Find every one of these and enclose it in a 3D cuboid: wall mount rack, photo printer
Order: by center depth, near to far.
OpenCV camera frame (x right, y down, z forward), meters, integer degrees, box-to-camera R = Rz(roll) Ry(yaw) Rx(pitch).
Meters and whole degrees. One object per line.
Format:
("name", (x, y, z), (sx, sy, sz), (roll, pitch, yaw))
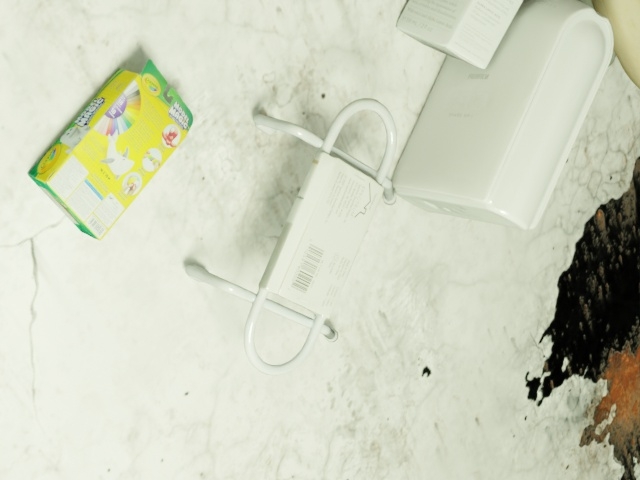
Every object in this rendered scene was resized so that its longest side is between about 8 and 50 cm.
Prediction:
("wall mount rack", (0.000, 0.000, 1.604), (0.304, 0.130, 0.350), (28, 84, -44))
("photo printer", (0.239, -0.176, 1.686), (0.107, 0.256, 0.307), (28, 85, -28))

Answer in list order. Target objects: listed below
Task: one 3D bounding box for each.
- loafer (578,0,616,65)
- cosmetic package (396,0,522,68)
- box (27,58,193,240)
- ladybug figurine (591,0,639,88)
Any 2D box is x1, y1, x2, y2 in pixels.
("loafer", (0.357, -0.328, 1.885), (0.087, 0.094, 0.251), (-30, 139, 11))
("cosmetic package", (0.206, -0.346, 1.653), (0.085, 0.117, 0.231), (22, 97, -41))
("box", (-0.219, -0.102, 1.392), (0.179, 0.043, 0.105), (-51, 134, -16))
("ladybug figurine", (0.444, -0.401, 1.790), (0.449, 0.162, 0.305), (54, 26, -38))
